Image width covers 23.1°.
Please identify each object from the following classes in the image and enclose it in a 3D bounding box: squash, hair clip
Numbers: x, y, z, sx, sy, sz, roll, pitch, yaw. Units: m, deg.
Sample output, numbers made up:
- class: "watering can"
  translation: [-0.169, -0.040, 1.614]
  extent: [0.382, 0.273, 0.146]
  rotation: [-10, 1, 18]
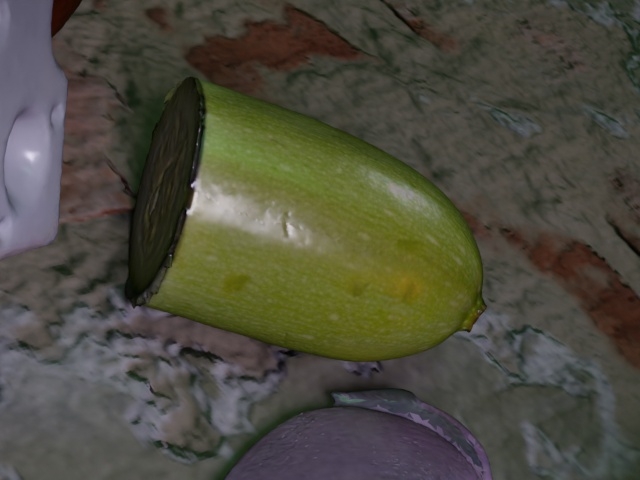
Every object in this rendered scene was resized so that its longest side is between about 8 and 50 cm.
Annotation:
- class: "squash"
  translation: [0.000, 0.000, 0.788]
  extent: [0.187, 0.123, 0.123]
  rotation: [18, 37, -14]
- class: "hair clip"
  translation: [0.010, 0.167, 0.634]
  extent: [0.095, 0.110, 0.358]
  rotation: [60, 17, -30]

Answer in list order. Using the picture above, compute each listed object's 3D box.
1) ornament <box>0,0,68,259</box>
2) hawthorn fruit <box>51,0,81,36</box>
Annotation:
- class: "ornament"
  translation: [-0.237, -0.113, 0.538]
  extent: [0.240, 0.239, 0.240]
  rotation: [7, 8, 13]
- class: "hawthorn fruit"
  translation: [-0.215, -0.204, 0.777]
  extent: [0.268, 0.267, 0.300]
  rotation: [6, 50, -30]
